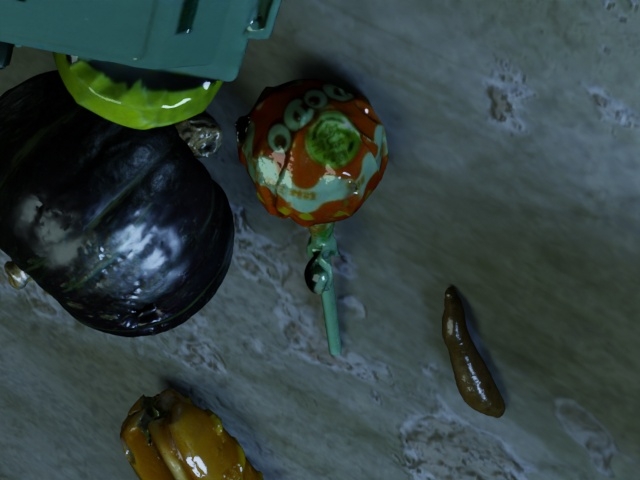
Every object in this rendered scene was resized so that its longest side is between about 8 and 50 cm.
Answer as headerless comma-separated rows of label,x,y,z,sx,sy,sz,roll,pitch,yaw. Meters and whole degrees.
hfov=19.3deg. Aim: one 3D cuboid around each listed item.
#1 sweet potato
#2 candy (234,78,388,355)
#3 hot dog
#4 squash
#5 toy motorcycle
sweet potato,0.094,0.078,1.205,0.026,0.026,0.115,11,140,37
candy,-0.002,0.000,1.180,0.084,0.078,0.287,25,153,16
hot dog,-0.079,0.223,1.516,0.115,0.072,0.269,10,139,37
squash,-0.139,-0.025,1.185,0.193,0.156,0.193,31,-170,-6
toy motorcycle,-0.170,-0.203,0.937,0.326,0.200,0.191,13,148,-7
